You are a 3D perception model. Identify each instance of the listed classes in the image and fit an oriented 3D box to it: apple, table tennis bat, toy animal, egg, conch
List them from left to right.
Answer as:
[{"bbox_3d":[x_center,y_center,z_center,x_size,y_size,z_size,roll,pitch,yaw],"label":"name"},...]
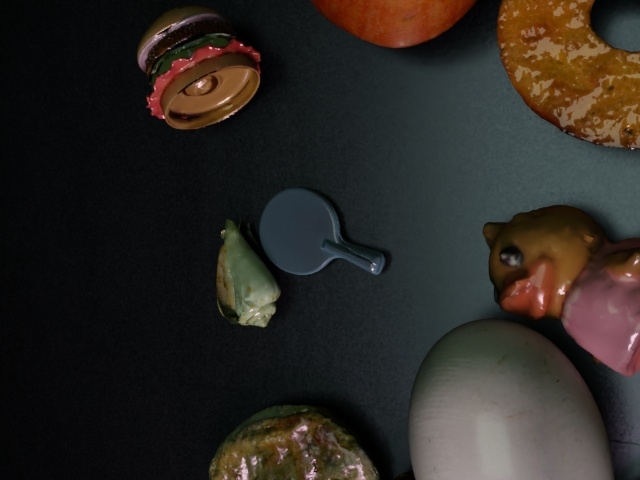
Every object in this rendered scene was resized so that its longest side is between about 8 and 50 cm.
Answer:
[{"bbox_3d":[-0.118,0.054,1.298,0.106,0.079,0.170,-34,65,25],"label":"conch"},{"bbox_3d":[0.000,0.000,1.261,0.201,0.033,0.124,22,103,24],"label":"table tennis bat"},{"bbox_3d":[0.083,-0.391,1.076,0.302,0.301,0.301,1,93,24],"label":"apple"},{"bbox_3d":[0.228,0.274,1.065,0.230,0.230,0.370,-14,92,24],"label":"egg"},{"bbox_3d":[0.314,0.047,1.054,0.281,0.169,0.195,23,135,20],"label":"toy animal"}]

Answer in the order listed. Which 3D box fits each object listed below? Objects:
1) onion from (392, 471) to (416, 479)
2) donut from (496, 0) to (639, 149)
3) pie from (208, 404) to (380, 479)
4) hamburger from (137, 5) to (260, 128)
[{"bbox_3d":[0.125,0.359,1.174,0.119,0.117,0.118,-8,72,27],"label":"onion"},{"bbox_3d":[0.361,-0.247,1.047,0.303,0.110,0.302,0,90,24],"label":"donut"},{"bbox_3d":[-0.033,0.365,1.268,0.277,0.078,0.277,2,94,25],"label":"pie"},{"bbox_3d":[-0.174,-0.251,1.257,0.175,0.175,0.137,-32,74,22],"label":"hamburger"}]
